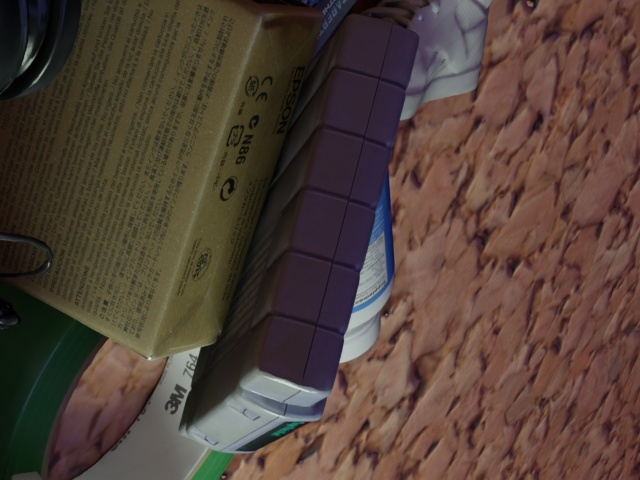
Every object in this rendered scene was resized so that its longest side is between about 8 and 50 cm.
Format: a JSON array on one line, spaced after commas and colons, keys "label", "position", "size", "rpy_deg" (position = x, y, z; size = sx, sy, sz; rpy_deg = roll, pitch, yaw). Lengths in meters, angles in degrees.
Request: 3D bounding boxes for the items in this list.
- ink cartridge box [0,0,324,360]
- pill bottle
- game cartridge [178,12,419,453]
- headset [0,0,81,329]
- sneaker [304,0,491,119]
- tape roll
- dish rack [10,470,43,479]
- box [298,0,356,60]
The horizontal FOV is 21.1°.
[{"label": "ink cartridge box", "position": [-0.127, -0.071, 1.095], "size": [0.088, 0.193, 0.234], "rpy_deg": [-11, 125, -60]}, {"label": "pill bottle", "position": [0.000, 0.000, 1.446], "size": [0.124, 0.124, 0.221], "rpy_deg": [-44, 148, -30]}, {"label": "game cartridge", "position": [-0.021, 0.017, 1.117], "size": [0.355, 0.068, 0.230], "rpy_deg": [135, -34, -74]}, {"label": "headset", "position": [-0.259, -0.106, 0.954], "size": [0.243, 0.185, 0.394], "rpy_deg": [-45, 133, -35]}, {"label": "sneaker", "position": [0.068, -0.198, 1.418], "size": [0.292, 0.108, 0.169], "rpy_deg": [-29, 137, -61]}, {"label": "tape roll", "position": [-0.157, 0.116, 1.335], "size": [0.321, 0.077, 0.321], "rpy_deg": [-40, 144, -37]}, {"label": "dish rack", "position": [-0.295, 0.237, 1.097], "size": [0.285, 0.072, 0.333], "rpy_deg": [-36, 165, 17]}, {"label": "box", "position": [-0.050, -0.193, 1.257], "size": [0.232, 0.059, 0.183], "rpy_deg": [-54, 148, -13]}]
